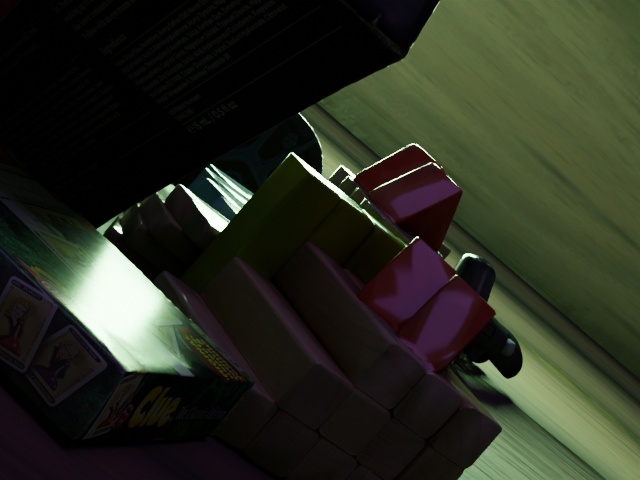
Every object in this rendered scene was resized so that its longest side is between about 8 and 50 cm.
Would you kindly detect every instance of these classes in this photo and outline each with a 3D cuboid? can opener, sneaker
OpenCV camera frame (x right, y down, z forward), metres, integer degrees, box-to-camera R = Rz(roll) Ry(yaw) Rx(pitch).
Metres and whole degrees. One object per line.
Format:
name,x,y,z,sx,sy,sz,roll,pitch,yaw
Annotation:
can opener,0.119,0.069,1.403,0.059,0.073,0.186,35,-7,24
sneaker,-0.076,-0.074,1.037,0.211,0.080,0.081,37,9,-44

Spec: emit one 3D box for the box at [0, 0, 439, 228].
box,-0.078,-0.120,0.674,0.184,0.103,0.261,39,-26,-16

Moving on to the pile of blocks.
pile of blocks,0.000,0.000,0.826,0.149,0.112,0.362,41,5,-10

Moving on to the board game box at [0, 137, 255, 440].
board game box,-0.135,-0.035,0.609,0.259,0.030,0.136,43,8,13

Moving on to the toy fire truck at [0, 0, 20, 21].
toy fire truck,-0.139,-0.167,0.425,0.302,0.254,0.169,45,7,29
